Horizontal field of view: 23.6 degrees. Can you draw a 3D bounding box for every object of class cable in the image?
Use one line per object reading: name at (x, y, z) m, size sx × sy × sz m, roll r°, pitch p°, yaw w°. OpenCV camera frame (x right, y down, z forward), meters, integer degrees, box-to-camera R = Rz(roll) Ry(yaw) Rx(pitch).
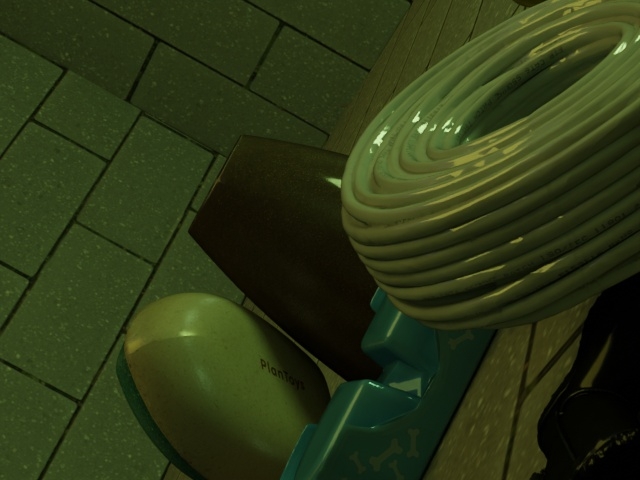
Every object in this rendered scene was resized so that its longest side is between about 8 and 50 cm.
cable at (0.131, -0.057, 0.824) m, size 0.257 × 0.089 × 0.257 m, roll -25°, pitch 20°, yaw 29°

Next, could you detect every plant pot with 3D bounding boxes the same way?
plant pot at (0.000, 0.000, 1.454) m, size 0.215 × 0.230 × 0.215 m, roll -60°, pitch 5°, yaw 8°

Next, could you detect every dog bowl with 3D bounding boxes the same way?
dog bowl at (0.059, 0.109, 1.175) m, size 0.297 × 0.074 × 0.166 m, roll -62°, pitch 5°, yaw -11°

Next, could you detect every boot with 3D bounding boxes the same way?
boot at (0.140, 0.080, 0.726) m, size 0.121 × 0.045 × 0.099 m, roll -62°, pitch 5°, yaw 18°

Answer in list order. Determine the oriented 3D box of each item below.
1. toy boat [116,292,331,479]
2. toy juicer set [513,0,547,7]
toy boat at (-0.093, 0.201, 1.363) m, size 0.148 × 0.267 × 0.318 m, roll -28°, pitch 47°, yaw 24°
toy juicer set at (0.238, -0.275, 1.262) m, size 0.209 × 0.089 × 0.329 m, roll -62°, pitch -25°, yaw 10°
